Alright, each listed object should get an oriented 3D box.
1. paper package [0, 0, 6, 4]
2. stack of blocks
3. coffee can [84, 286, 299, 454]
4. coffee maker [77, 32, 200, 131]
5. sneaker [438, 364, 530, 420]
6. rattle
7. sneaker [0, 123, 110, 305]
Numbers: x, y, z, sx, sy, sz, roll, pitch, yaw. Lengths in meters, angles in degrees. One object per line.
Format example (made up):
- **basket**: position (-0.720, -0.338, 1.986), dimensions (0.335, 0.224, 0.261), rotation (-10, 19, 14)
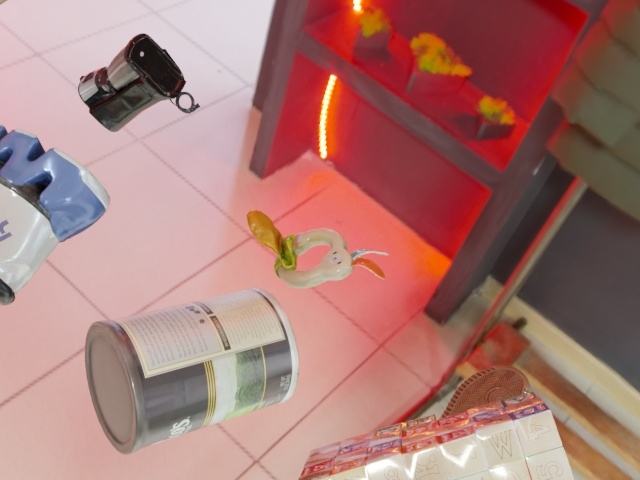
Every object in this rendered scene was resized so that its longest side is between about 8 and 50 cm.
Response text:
- **paper package**: position (-0.254, -0.342, 0.497), dimensions (0.168, 0.325, 0.309), rotation (-31, 35, 1)
- **stack of blocks**: position (0.131, 0.270, 0.942), dimensions (0.297, 0.171, 0.087), rotation (-18, 87, 6)
- **coffee can**: position (-0.202, 0.196, 1.239), dimensions (0.275, 0.201, 0.201), rotation (-12, 54, -34)
- **coffee maker**: position (-0.359, -0.283, 1.524), dimensions (0.120, 0.178, 0.171), rotation (-37, 100, -50)
- **sneaker**: position (0.236, 0.334, 1.304), dimensions (0.099, 0.153, 0.282), rotation (36, 61, 26)
- **rattle**: position (0.000, 0.000, 1.279), dimensions (0.200, 0.142, 0.130), rotation (6, 33, 41)
- **sneaker**: position (-0.354, -0.026, 0.643), dimensions (0.315, 0.127, 0.182), rotation (19, 62, 14)
